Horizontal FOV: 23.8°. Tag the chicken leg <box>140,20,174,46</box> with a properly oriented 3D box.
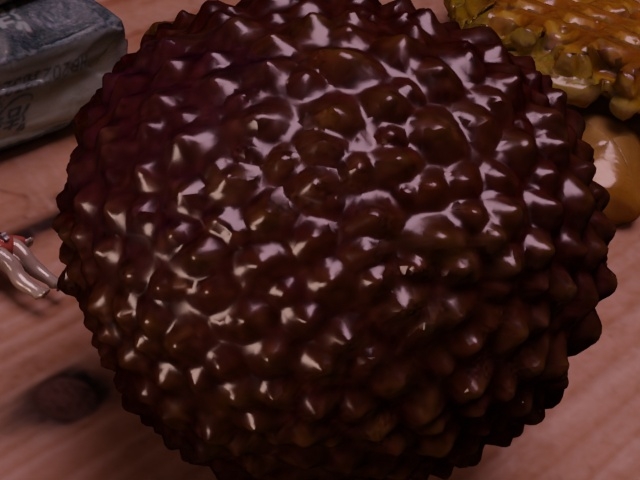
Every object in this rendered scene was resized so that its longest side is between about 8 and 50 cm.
[{"bbox_3d":[-0.070,-0.103,1.190,0.107,0.087,0.251,10,24,-40],"label":"chicken leg"}]

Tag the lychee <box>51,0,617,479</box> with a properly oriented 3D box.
[{"bbox_3d":[0.000,0.000,0.877,0.330,0.306,0.306,-14,33,18],"label":"lychee"}]

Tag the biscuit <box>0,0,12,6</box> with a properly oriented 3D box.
[{"bbox_3d":[-0.241,-0.184,1.108,0.048,0.026,0.292,11,29,33],"label":"biscuit"}]

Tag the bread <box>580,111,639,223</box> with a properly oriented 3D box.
[{"bbox_3d":[0.229,-0.065,1.238,0.082,0.056,0.115,15,37,4],"label":"bread"}]

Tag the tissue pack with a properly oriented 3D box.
[{"bbox_3d":[-0.336,-0.175,1.176,0.315,0.103,0.228,36,44,28],"label":"tissue pack"}]

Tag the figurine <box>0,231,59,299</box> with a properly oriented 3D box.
[{"bbox_3d":[-0.223,0.007,1.023,0.109,0.047,0.064,35,34,13],"label":"figurine"}]

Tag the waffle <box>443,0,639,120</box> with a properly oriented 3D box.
[{"bbox_3d":[0.256,-0.170,1.342,0.302,0.068,0.325,9,23,-17],"label":"waffle"}]
